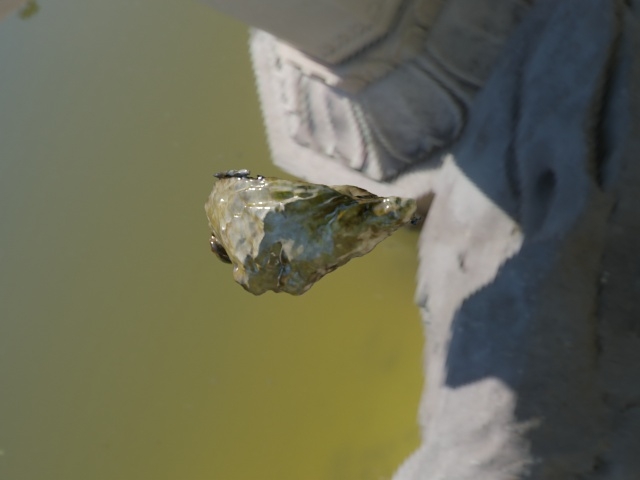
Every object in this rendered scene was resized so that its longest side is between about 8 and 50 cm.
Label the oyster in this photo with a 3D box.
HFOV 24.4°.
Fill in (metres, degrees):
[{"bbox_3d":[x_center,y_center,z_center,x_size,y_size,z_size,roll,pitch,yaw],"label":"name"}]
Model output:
[{"bbox_3d":[0.000,0.000,0.460,0.080,0.083,0.038,1,85,19],"label":"oyster"}]
